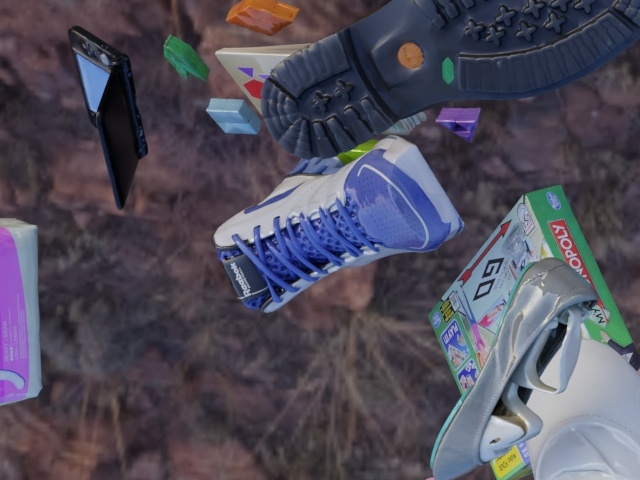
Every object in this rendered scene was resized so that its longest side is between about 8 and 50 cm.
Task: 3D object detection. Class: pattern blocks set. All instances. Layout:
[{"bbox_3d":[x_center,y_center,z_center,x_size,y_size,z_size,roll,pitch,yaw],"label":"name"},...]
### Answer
[{"bbox_3d":[0.002,-0.154,1.333,0.324,0.026,0.285,10,156,22],"label":"pattern blocks set"}]

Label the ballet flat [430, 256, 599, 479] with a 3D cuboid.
[{"bbox_3d":[0.151,0.115,1.033,0.072,0.068,0.213,-5,124,-51],"label":"ballet flat"}]

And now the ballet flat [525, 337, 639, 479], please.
[{"bbox_3d":[0.251,0.280,1.109,0.139,0.400,0.139,-12,176,-1],"label":"ballet flat"}]

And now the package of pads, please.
[{"bbox_3d":[-0.485,0.102,1.603,0.296,0.229,0.101,-6,-168,-34],"label":"package of pads"}]

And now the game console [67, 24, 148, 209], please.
[{"bbox_3d":[-0.195,-0.107,1.167,0.107,0.071,0.122,33,149,26],"label":"game console"}]

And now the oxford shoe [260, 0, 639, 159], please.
[{"bbox_3d":[0.080,-0.117,0.741,0.227,0.096,0.083,-14,104,26],"label":"oxford shoe"}]

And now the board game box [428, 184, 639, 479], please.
[{"bbox_3d":[0.215,0.108,1.384,0.046,0.214,0.317,-14,159,-20],"label":"board game box"}]

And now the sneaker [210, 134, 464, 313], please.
[{"bbox_3d":[-0.001,0.000,1.347,0.127,0.182,0.315,56,160,-14],"label":"sneaker"}]

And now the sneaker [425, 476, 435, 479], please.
[{"bbox_3d":[0.173,0.328,1.650,0.119,0.047,0.057,12,178,20],"label":"sneaker"}]
